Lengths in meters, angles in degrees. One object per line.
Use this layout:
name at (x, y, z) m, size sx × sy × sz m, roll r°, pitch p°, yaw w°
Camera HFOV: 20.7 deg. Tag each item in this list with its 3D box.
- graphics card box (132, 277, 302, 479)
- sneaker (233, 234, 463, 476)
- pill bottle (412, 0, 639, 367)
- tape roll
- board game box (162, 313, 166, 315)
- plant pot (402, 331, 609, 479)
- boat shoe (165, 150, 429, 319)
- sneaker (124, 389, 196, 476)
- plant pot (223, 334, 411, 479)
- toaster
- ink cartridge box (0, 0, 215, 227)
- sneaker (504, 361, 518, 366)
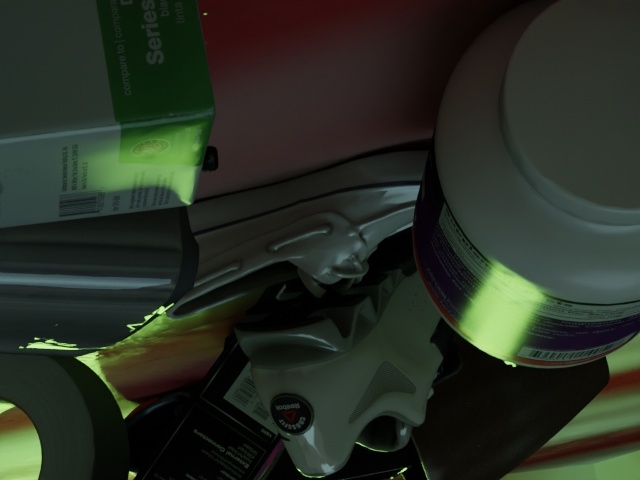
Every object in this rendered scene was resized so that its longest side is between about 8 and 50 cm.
graphics card box at (-0.105, 0.212, 1.573) m, size 0.094 × 0.371 × 0.233 m, roll 32°, pitch 164°, yaw 4°
sneaker at (0.046, 0.084, 1.390) m, size 0.122 × 0.146 × 0.330 m, roll -6°, pitch -166°, yaw 33°
pill bottle at (0.153, -0.036, 1.046) m, size 0.182 × 0.181 × 0.323 m, roll -10°, pitch 166°, yaw -3°
tape roll at (-0.287, 0.202, 1.602) m, size 0.219 × 0.219 × 0.072 m, roll -15°, pitch 166°, yaw 18°
board game box at (-0.166, 0.041, 1.446) m, size 0.103 × 0.026 × 0.154 m, roll -13°, pitch 166°, yaw 9°
plant pot at (0.178, 0.150, 1.849) m, size 0.230 × 0.215 × 0.215 m, roll -24°, pitch 168°, yaw -7°
boat shoe at (0.000, 0.000, 1.280) m, size 0.258 × 0.084 × 0.095 m, roll -15°, pitch 166°, yaw 18°
sneaker at (-0.082, 0.222, 2.031) m, size 0.350 × 0.131 × 0.148 m, roll -14°, pitch 171°, yaw 17°
plant pot at (-0.021, 0.174, 1.798) m, size 0.188 × 0.167 × 0.187 m, roll -9°, pitch 170°, yaw -5°
toaster at (-0.171, -0.004, 1.041) m, size 0.146 × 0.129 × 0.227 m, roll 0°, pitch 164°, yaw -31°
ink cartridge box at (-0.166, -0.064, 0.879) m, size 0.208 × 0.086 × 0.153 m, roll -8°, pitch 166°, yaw -11°
sneaker at (0.202, 0.014, 1.472) m, size 0.110 × 0.118 × 0.292 m, roll -19°, pitch -176°, yaw 16°
